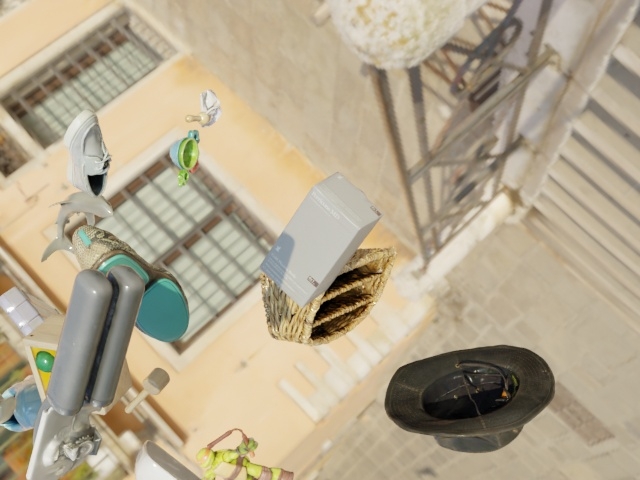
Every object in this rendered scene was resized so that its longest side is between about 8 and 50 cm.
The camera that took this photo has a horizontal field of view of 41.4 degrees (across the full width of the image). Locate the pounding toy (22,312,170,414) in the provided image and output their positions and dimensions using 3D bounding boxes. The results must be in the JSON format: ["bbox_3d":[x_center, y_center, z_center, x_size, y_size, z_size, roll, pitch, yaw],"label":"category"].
[{"bbox_3d":[-0.352,0.227,1.356,0.206,0.094,0.181,5,119,22],"label":"pounding toy"}]

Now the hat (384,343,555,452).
[{"bbox_3d":[0.296,0.333,1.655,0.331,0.331,0.134,22,131,52],"label":"hat"}]

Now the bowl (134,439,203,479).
[{"bbox_3d":[-0.247,0.394,1.381,0.142,0.053,0.142,40,173,-6],"label":"bowl"}]

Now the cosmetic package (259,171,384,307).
[{"bbox_3d":[0.000,0.000,1.618,0.127,0.107,0.238,42,129,12],"label":"cosmetic package"}]

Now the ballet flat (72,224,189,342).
[{"bbox_3d":[-0.480,0.095,2.157,0.182,0.164,0.483,46,173,31],"label":"ballet flat"}]

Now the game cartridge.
[{"bbox_3d":[-0.527,0.219,1.721,0.230,0.068,0.355,53,169,7],"label":"game cartridge"}]

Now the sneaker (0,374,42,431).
[{"bbox_3d":[-0.717,0.390,2.024,0.366,0.150,0.135,-28,72,55],"label":"sneaker"}]

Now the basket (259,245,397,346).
[{"bbox_3d":[0.035,0.145,2.066,0.223,0.299,0.214,-1,101,40],"label":"basket"}]

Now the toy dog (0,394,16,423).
[{"bbox_3d":[-0.741,0.332,1.469,0.284,0.395,0.408,169,79,-83],"label":"toy dog"}]

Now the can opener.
[{"bbox_3d":[-0.268,0.141,0.913,0.095,0.076,0.283,38,119,34],"label":"can opener"}]

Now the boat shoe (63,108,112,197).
[{"bbox_3d":[-0.429,-0.159,1.598,0.081,0.079,0.227,36,148,6],"label":"boat shoe"}]

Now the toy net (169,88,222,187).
[{"bbox_3d":[-0.255,-0.226,1.818,0.045,0.232,0.122,8,143,21],"label":"toy net"}]

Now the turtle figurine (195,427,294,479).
[{"bbox_3d":[-0.181,0.481,1.752,0.217,0.269,0.087,31,-152,-21],"label":"turtle figurine"}]

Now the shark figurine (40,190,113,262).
[{"bbox_3d":[-0.658,-0.069,2.185,0.278,0.116,0.166,-35,77,37],"label":"shark figurine"}]
